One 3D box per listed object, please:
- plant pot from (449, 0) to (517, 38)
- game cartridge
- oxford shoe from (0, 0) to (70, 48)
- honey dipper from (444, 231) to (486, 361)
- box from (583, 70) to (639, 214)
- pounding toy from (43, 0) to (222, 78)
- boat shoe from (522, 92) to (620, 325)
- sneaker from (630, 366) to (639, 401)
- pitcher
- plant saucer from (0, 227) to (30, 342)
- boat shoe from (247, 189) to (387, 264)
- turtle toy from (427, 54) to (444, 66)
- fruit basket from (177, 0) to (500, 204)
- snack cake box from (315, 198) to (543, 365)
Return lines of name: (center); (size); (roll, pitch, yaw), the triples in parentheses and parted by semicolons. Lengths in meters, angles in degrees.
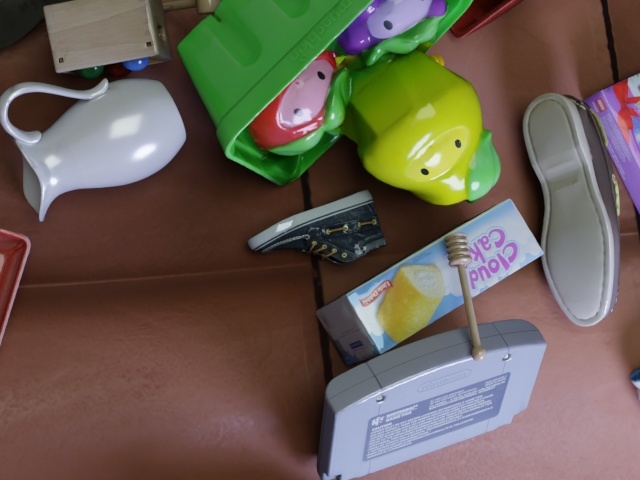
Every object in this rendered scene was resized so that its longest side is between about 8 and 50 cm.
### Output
plant pot: (0.286, -0.476, 1.686); (0.235, 0.267, 0.267); (-24, 87, -31)
game cartridge: (0.138, 0.198, 1.543); (0.297, 0.198, 0.062); (-15, 46, -19)
oxford shoe: (-0.391, -0.299, 1.545); (0.212, 0.076, 0.076); (-28, 117, -5)
honey dipper: (0.179, 0.069, 1.484); (0.030, 0.030, 0.161); (-3, 68, -17)
box: (0.538, -0.120, 1.788); (0.201, 0.057, 0.293); (-25, 88, -20)
pounding toy: (-0.220, -0.260, 1.541); (0.206, 0.181, 0.094); (-10, 95, 2)
boat shoe: (0.365, -0.045, 1.696); (0.096, 0.116, 0.324); (-2, 78, -46)
sneaker: (0.551, 0.191, 1.726); (0.228, 0.087, 0.092); (-21, 93, -12)
pitcher: (-0.281, -0.139, 1.495); (0.207, 0.125, 0.178); (-26, 132, -16)
plant saucer: (-0.506, 0.085, 1.446); (0.258, 0.048, 0.259); (17, 75, -13)
boat shoe: (0.000, 0.000, 1.602); (0.183, 0.065, 0.083); (-21, 87, -19)
turtle toy: (0.134, -0.194, 1.676); (0.095, 0.066, 0.130); (-19, 88, -42)
fruit basket: (0.065, -0.194, 1.511); (0.392, 0.283, 0.392); (-2, 82, 16)
snack cake box: (0.138, 0.055, 1.587); (0.264, 0.152, 0.089); (-30, 87, -19)
